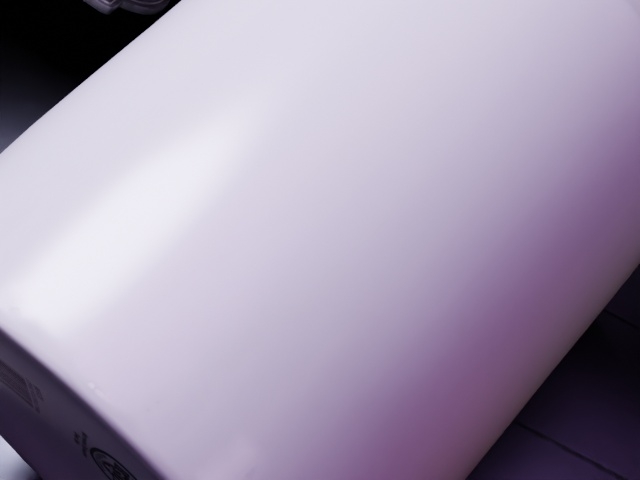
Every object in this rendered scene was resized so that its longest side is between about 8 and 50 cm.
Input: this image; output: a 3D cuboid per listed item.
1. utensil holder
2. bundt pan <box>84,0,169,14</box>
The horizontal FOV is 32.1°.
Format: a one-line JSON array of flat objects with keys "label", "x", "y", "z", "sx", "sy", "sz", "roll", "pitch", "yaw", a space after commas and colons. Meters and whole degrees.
[{"label": "utensil holder", "x": 0.000, "y": 0.000, "z": 0.660, "sx": 0.327, "sy": 0.328, "sz": 0.385, "roll": 35, "pitch": 64, "yaw": 17}, {"label": "bundt pan", "x": -0.200, "y": -0.340, "z": 0.868, "sx": 0.331, "sy": 0.124, "sz": 0.331, "roll": 36, "pitch": 30, "yaw": -25}]
